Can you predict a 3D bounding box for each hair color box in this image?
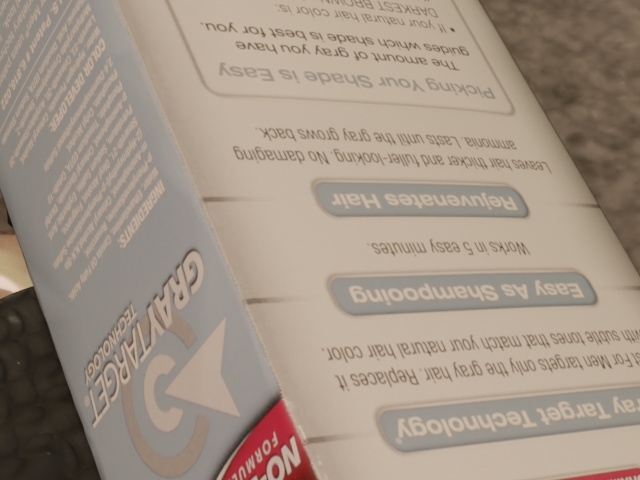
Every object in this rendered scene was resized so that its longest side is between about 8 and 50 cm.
[{"bbox_3d":[0.000,0.000,0.564,0.185,0.113,0.374,0,53,-38],"label":"hair color box"}]

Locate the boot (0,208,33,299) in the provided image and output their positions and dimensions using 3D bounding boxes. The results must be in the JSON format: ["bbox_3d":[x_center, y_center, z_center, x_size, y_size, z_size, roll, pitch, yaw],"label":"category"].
[{"bbox_3d":[-0.114,0.027,0.641,0.087,0.042,0.118,34,68,17],"label":"boot"}]

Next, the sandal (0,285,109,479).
[{"bbox_3d":[-0.126,0.171,0.485,0.167,0.107,0.446,38,44,-8],"label":"sandal"}]
